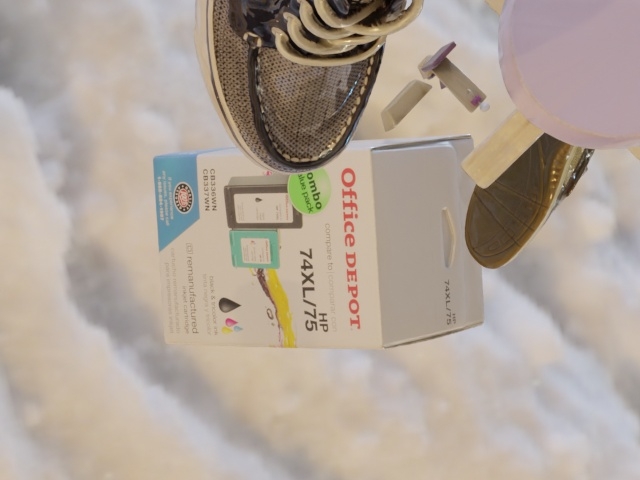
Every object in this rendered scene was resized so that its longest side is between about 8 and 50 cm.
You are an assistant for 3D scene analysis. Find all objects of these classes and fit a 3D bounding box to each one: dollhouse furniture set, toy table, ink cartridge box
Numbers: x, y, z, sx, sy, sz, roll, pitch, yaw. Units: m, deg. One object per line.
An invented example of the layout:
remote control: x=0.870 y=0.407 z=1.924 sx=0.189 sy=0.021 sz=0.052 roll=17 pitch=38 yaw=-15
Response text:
dollhouse furniture set: x=0.119 y=-0.138 z=2.059 sx=0.081 sy=0.091 sz=0.114 roll=45 pitch=76 yaw=-8
toy table: x=0.216 y=-0.149 z=1.378 sx=0.274 sy=0.161 sz=0.252 roll=-31 pitch=83 yaw=-23
ink cartridge box: x=0.000 y=0.000 z=1.949 sx=0.197 sy=0.270 sz=0.198 roll=-9 pitch=96 yaw=-54

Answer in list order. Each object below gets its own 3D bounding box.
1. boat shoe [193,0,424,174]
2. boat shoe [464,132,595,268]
boat shoe: x=0.001 y=-0.150 z=1.171 sx=0.158 sy=0.127 sz=0.340 roll=-119 pitch=-159 yaw=-48
boat shoe: x=0.204 y=-0.071 z=1.720 sx=0.073 sy=0.223 sz=0.080 roll=-7 pitch=39 yaw=-46
